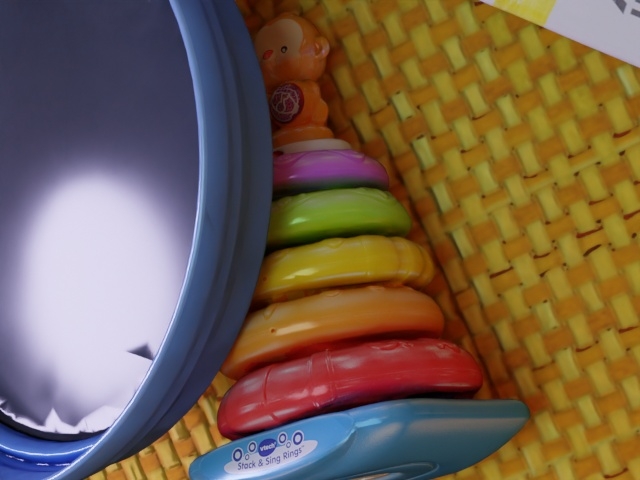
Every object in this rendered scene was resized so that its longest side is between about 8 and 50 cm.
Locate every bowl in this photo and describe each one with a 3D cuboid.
[{"bbox_3d":[-0.185,-0.038,1.194,0.391,0.077,0.391,-2,87,41],"label":"bowl"}]

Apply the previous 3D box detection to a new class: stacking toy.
[{"bbox_3d":[0.000,0.000,1.179,0.175,0.165,0.302,-20,74,37],"label":"stacking toy"}]

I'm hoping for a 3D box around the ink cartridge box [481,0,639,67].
[{"bbox_3d":[0.151,-0.262,1.040,0.384,0.160,0.279,26,108,21],"label":"ink cartridge box"}]
